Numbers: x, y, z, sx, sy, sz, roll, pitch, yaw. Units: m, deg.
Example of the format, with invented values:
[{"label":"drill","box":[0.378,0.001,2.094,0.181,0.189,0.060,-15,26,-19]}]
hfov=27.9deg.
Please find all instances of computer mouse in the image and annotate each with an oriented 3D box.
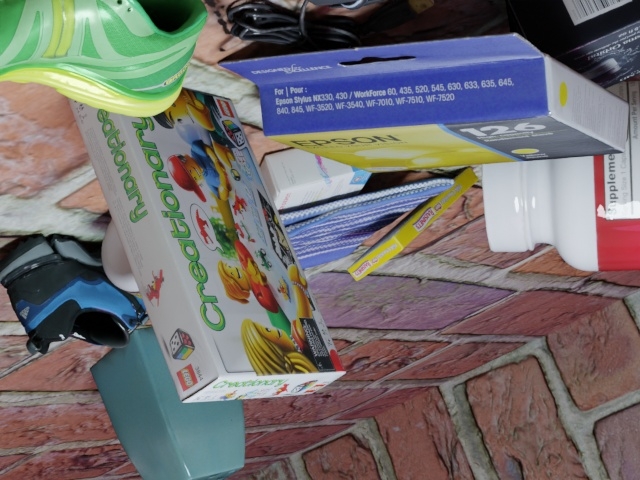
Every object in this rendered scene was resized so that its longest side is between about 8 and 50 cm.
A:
[{"label":"computer mouse","box":[0.064,-0.220,1.113,0.262,0.060,0.184,-31,159,32]}]

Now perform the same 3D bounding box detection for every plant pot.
[{"label":"plant pot","box":[-0.217,0.264,1.985,0.165,0.234,0.166,-7,157,-39]}]

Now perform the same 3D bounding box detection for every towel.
[{"label":"towel","box":[0.000,0.000,1.662,0.243,0.040,0.336,-15,172,-24]}]

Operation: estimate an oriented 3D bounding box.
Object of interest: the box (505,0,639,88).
[{"label":"box","box":[0.279,-0.220,1.313,0.156,0.093,0.158,-23,164,6]}]

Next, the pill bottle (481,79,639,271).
[{"label":"pill bottle","box":[0.403,-0.078,1.526,0.408,0.229,0.229,-2,167,14]}]

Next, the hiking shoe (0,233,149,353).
[{"label":"hiking shoe","box":[-0.240,0.069,1.526,0.304,0.132,0.113,-4,156,-44]}]

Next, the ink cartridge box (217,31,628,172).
[{"label":"ink cartridge box","box":[0.108,-0.124,1.251,0.304,0.072,0.307,-1,176,31]}]

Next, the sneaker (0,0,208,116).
[{"label":"sneaker","box":[-0.201,-0.172,0.923,0.295,0.109,0.123,4,129,-52]}]

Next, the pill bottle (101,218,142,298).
[{"label":"pill bottle","box":[-0.140,0.033,1.475,0.117,0.117,0.215,-29,145,24]}]

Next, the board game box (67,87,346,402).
[{"label":"board game box","box":[-0.102,-0.004,1.168,0.053,0.305,0.193,-33,160,27]}]

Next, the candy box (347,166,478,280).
[{"label":"candy box","box":[0.125,-0.023,1.715,0.105,0.027,0.206,-35,-176,46]}]

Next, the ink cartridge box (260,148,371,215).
[{"label":"ink cartridge box","box":[-0.011,-0.073,1.494,0.122,0.052,0.088,-16,163,-21]}]
